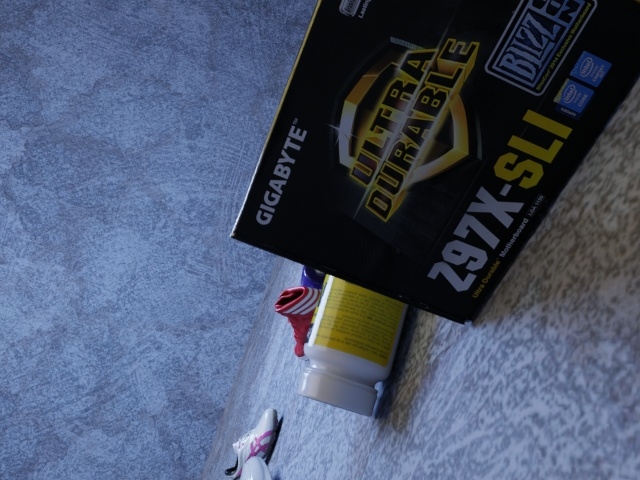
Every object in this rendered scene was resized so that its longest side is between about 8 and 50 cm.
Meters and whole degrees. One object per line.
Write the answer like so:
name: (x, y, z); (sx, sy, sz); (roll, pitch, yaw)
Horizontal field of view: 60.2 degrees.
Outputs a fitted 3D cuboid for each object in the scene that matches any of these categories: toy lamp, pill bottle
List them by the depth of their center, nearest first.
pill bottle: (0.047, 0.113, 0.723); (0.119, 0.119, 0.209); (138, 152, -71)
toy lamp: (0.022, 0.027, 1.208); (0.275, 0.080, 0.080); (118, 168, -46)

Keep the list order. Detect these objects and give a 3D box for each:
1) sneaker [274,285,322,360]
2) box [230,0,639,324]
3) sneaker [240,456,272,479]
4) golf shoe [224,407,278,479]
sneaker: (-0.042, 0.159, 1.129); (0.087, 0.128, 0.221); (-78, 13, -48)
box: (0.092, -0.102, 0.492); (0.079, 0.257, 0.322); (-88, 21, -61)
sneaker: (-0.168, 0.520, 1.003); (0.305, 0.152, 0.114); (-81, 12, -58)
golf shoe: (-0.154, 0.467, 1.254); (0.067, 0.085, 0.186); (-175, 107, -82)
